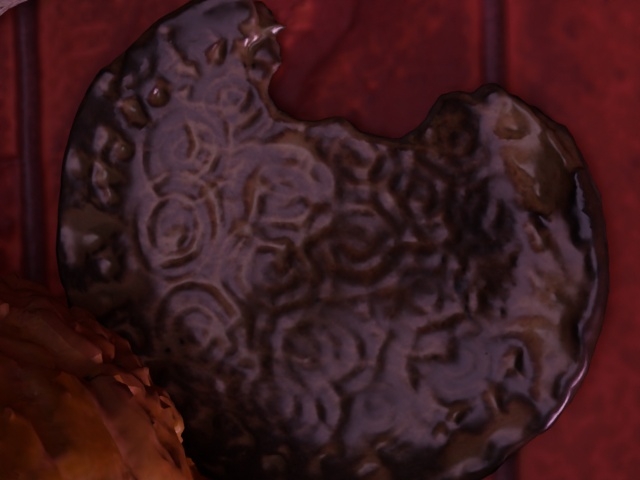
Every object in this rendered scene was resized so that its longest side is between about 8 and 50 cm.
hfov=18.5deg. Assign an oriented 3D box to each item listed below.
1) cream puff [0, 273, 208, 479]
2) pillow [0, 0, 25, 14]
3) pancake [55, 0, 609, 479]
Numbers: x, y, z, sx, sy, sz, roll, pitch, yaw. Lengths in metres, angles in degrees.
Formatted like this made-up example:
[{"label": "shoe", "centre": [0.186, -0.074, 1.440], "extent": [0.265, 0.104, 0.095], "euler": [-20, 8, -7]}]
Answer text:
[{"label": "cream puff", "centre": [-0.187, 0.177, 0.967], "extent": [0.343, 0.231, 0.327], "euler": [30, 99, 40]}, {"label": "pillow", "centre": [-0.187, -0.182, 1.044], "extent": [0.230, 0.050, 0.148], "euler": [-26, 91, 12]}, {"label": "pancake", "centre": [0.000, 0.000, 1.016], "extent": [0.288, 0.033, 0.286], "euler": [-19, 87, 14]}]
